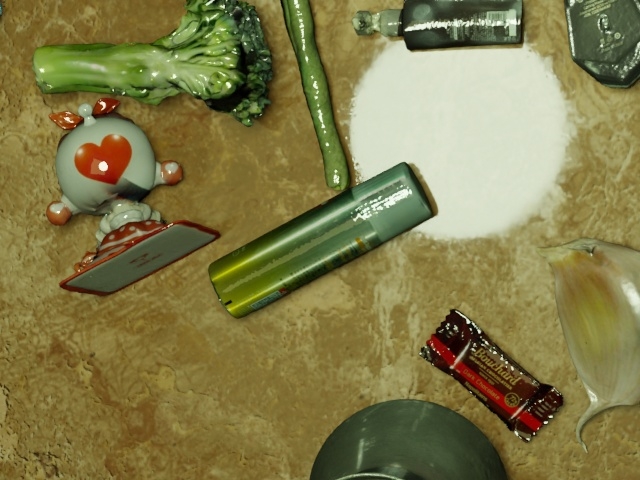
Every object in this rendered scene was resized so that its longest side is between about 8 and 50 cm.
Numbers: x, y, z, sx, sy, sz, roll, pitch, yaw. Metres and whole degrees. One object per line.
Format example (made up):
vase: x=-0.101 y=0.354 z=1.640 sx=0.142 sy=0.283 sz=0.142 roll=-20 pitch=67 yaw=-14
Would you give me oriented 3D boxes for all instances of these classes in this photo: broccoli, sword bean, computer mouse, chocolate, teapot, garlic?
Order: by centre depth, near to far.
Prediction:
teapot: x=0.107 y=0.338 z=1.536 sx=0.300 sy=0.344 sz=0.253 roll=17 pitch=97 yaw=10
computer mouse: x=0.348 y=-0.274 z=1.605 sx=0.105 sy=0.062 sz=0.192 roll=-17 pitch=84 yaw=31
garlic: x=0.364 y=0.125 z=1.610 sx=0.128 sy=0.148 sz=0.267 roll=-3 pitch=87 yaw=-26
broccoli: x=-0.210 y=-0.219 z=1.661 sx=0.304 sy=0.145 sz=0.165 roll=-2 pitch=80 yaw=6
chocolate: x=0.214 y=0.168 z=1.669 sx=0.182 sy=0.028 sz=0.086 roll=37 pitch=106 yaw=8
sword bean: x=-0.006 y=-0.193 z=1.686 sx=0.038 sy=0.043 sz=0.269 roll=-14 pitch=89 yaw=5

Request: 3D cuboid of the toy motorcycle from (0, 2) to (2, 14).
toy motorcycle: x=-0.509 y=-0.337 z=1.741 sx=0.204 sy=0.108 sz=0.239 roll=45 pitch=99 yaw=6

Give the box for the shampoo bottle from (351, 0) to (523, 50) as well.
shampoo bottle: x=0.144 y=-0.269 z=1.645 sx=0.207 sy=0.063 sz=0.057 roll=0 pitch=81 yaw=11

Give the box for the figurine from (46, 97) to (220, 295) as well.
figurine: x=-0.269 y=-0.073 z=1.700 sx=0.183 sy=0.160 sz=0.226 roll=-27 pitch=78 yaw=10

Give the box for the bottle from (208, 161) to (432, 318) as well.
bottle: x=0.000 y=0.000 z=1.674 sx=0.286 sy=0.082 sz=0.082 roll=-28 pitch=87 yaw=10
